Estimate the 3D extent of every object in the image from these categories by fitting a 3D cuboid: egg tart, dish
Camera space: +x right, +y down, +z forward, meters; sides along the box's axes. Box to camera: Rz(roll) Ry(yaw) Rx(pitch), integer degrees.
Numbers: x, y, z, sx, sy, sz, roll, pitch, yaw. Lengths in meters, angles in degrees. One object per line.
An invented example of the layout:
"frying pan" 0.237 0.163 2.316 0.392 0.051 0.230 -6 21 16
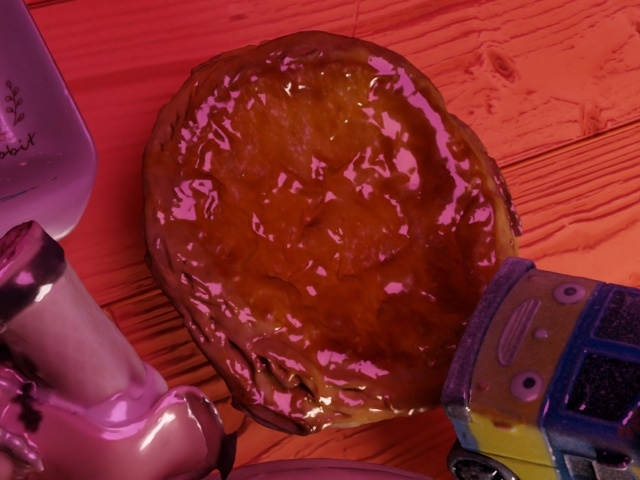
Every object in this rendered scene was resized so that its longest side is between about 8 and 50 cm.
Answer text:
"egg tart" -0.001 -0.004 1.248 0.341 0.129 0.341 11 66 -26
"dish" -0.265 -0.091 1.166 0.154 0.064 0.234 -23 82 -35

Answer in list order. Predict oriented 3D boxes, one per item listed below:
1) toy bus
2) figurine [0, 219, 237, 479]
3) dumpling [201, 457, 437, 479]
"toy bus" 0.217 0.169 1.189 0.152 0.190 0.312 -59 143 -32
"figurine" -0.242 0.168 0.936 0.211 0.253 0.361 30 52 28
"dumpling" -0.004 0.289 1.043 0.395 0.233 0.316 16 35 -13
